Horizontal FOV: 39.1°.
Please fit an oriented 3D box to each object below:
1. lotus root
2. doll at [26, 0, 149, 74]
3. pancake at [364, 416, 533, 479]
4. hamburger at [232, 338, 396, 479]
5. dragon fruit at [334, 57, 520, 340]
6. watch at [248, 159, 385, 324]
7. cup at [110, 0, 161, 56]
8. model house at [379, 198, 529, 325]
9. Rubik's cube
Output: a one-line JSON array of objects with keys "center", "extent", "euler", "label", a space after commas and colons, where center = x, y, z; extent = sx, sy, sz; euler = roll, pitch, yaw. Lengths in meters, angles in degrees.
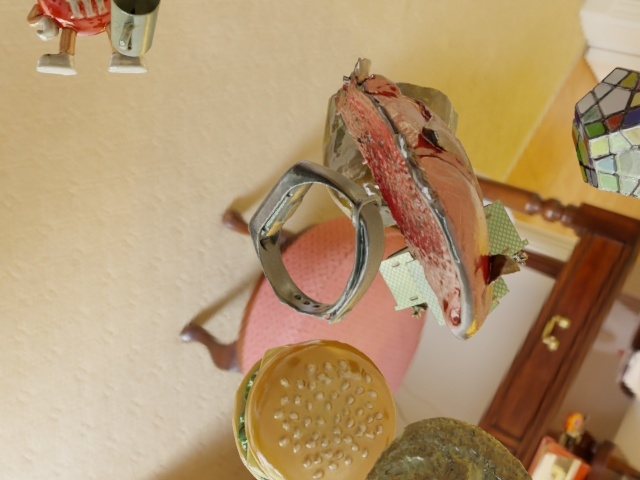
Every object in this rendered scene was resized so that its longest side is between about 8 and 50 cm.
[{"center": [0.107, -0.162, 1.751], "extent": [0.149, 0.267, 0.260], "euler": [46, 50, -55], "label": "lotus root"}, {"center": [-0.341, -0.344, 1.330], "extent": [0.183, 0.217, 0.085], "euler": [-4, 157, -13], "label": "doll"}, {"center": [0.067, 0.150, 0.486], "extent": [0.108, 0.108, 0.017], "euler": [-56, 158, -16], "label": "pancake"}, {"center": [-0.004, 0.172, 0.863], "extent": [0.162, 0.162, 0.115], "euler": [-54, -174, -19], "label": "hamburger"}, {"center": [0.130, -0.050, 1.014], "extent": [0.100, 0.282, 0.343], "euler": [-26, 92, -1], "label": "dragon fruit"}, {"center": [0.000, 0.000, 1.222], "extent": [0.206, 0.193, 0.068], "euler": [-50, 166, 33], "label": "watch"}, {"center": [-0.209, -0.244, 1.021], "extent": [0.055, 0.074, 0.083], "euler": [-11, 158, -20], "label": "cup"}, {"center": [0.245, 0.061, 1.596], "extent": [0.178, 0.271, 0.206], "euler": [64, 10, -6], "label": "model house"}, {"center": [0.243, -0.079, 0.683], "extent": [0.093, 0.111, 0.111], "euler": [39, 76, -37], "label": "Rubik's cube"}]
